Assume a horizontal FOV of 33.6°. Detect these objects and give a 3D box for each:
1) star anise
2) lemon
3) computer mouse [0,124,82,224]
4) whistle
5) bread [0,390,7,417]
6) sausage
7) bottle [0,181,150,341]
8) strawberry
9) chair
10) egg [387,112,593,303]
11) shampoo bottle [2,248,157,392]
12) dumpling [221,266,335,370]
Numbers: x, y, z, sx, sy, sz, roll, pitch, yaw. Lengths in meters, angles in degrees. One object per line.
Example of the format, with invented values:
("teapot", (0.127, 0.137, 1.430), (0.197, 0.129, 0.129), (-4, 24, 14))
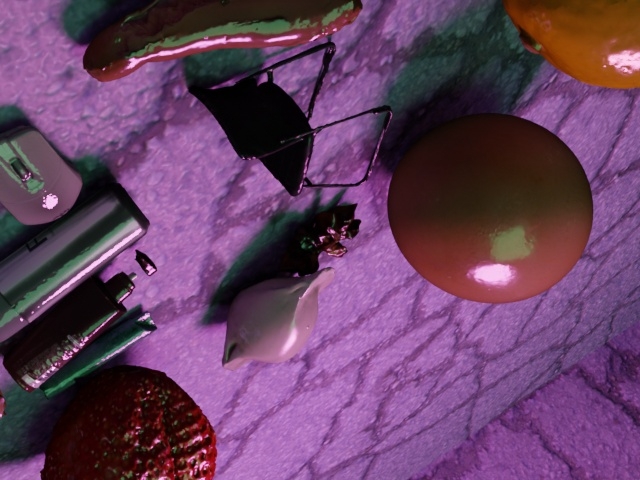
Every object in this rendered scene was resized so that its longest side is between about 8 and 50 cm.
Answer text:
("star anise", (0.000, 0.000, 1.684), (0.168, 0.057, 0.168), (-32, 163, -11))
("lemon", (0.398, -0.354, 1.338), (0.348, 0.348, 0.348), (-31, 153, -18))
("computer mouse", (-0.312, -0.065, 1.154), (0.089, 0.056, 0.181), (-41, 155, -8))
("whistle", (-0.323, 0.164, 1.532), (0.186, 0.039, 0.039), (-34, 154, -15))
("bread", (-0.506, 0.204, 1.232), (0.253, 0.142, 0.227), (-40, 156, 6))
("sausage", (-0.101, -0.227, 1.110), (0.304, 0.078, 0.078), (-13, 148, -14))
("bottle", (-0.324, 0.030, 1.271), (0.254, 0.079, 0.096), (-38, -167, -6))
("strawberry", (-0.299, 0.322, 1.615), (0.250, 0.238, 0.288), (-22, 121, -44))
("chair", (-0.049, -0.132, 1.306), (0.221, 0.140, 0.145), (-20, 147, -32))
("egg", (0.266, -0.053, 1.672), (0.301, 0.301, 0.374), (-48, 146, 17))
("shampoo bottle", (-0.317, 0.102, 1.409), (0.236, 0.067, 0.068), (-41, 174, -1))
("dumpling", (-0.057, 0.111, 1.703), (0.179, 0.131, 0.252), (-23, 156, -54))
